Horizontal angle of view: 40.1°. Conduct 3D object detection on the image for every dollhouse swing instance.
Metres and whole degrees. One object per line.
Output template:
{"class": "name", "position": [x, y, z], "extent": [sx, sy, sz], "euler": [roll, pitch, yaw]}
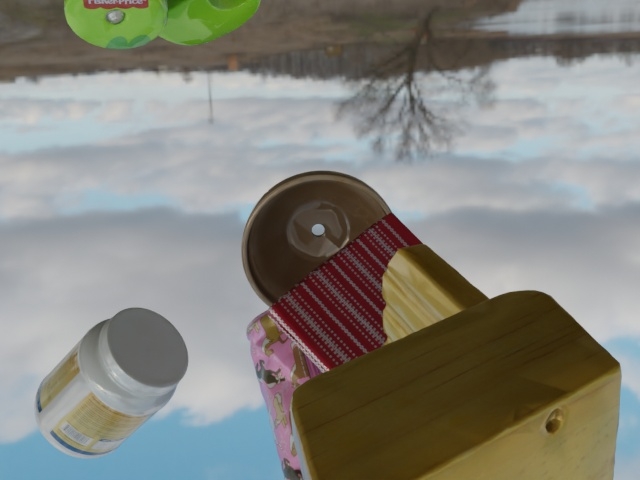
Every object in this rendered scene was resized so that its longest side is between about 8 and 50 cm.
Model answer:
{"class": "dollhouse swing", "position": [0.041, 0.208, 0.675], "extent": [0.315, 0.346, 0.305], "euler": [-19, -150, -30]}

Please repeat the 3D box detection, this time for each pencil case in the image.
{"class": "pencil case", "position": [-0.007, 0.279, 1.371], "extent": [0.167, 0.386, 0.160], "euler": [-30, 151, 24]}

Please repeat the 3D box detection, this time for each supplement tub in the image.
{"class": "supplement tub", "position": [-0.284, 0.194, 1.197], "extent": [0.200, 0.144, 0.144], "euler": [-42, 168, 33]}

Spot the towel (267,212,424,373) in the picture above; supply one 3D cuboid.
{"class": "towel", "position": [0.082, 0.090, 1.085], "extent": [0.275, 0.199, 0.031], "euler": [-36, 167, -44]}

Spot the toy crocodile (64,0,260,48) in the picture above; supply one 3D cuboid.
{"class": "toy crocodile", "position": [-0.147, -0.227, 0.530], "extent": [0.105, 0.115, 0.340], "euler": [-18, 150, 16]}

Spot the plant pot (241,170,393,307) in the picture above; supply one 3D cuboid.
{"class": "plant pot", "position": [0.000, 0.000, 1.342], "extent": [0.237, 0.237, 0.110], "euler": [-4, -161, -1]}
